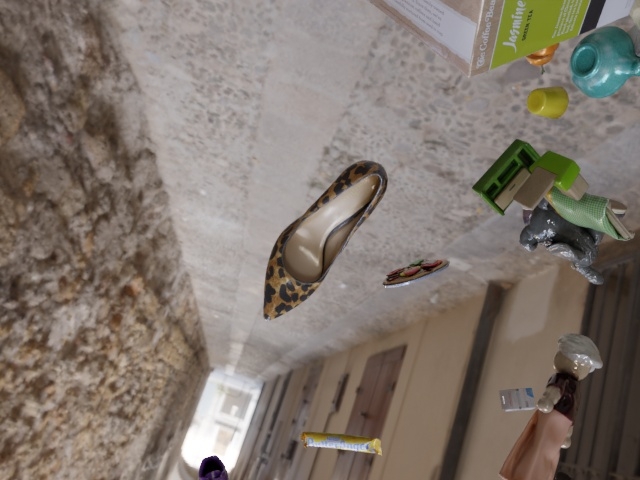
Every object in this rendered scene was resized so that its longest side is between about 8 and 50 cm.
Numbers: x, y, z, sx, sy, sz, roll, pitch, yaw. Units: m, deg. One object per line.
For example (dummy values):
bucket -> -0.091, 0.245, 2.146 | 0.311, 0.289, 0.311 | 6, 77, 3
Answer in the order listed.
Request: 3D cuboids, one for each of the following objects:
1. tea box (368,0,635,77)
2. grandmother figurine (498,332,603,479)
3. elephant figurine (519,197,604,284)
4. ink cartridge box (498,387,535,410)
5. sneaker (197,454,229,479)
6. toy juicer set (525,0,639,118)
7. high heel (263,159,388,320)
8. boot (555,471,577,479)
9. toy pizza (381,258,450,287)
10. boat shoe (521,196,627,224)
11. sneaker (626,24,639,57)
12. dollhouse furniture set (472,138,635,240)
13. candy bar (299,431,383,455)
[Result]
tea box -> 0.253, -0.452, 0.862 | 0.329, 0.323, 0.220 | 54, 158, 36
grandmother figurine -> 0.443, 0.330, 1.127 | 0.104, 0.342, 0.208 | 18, 158, 29
elephant figurine -> 0.674, -0.001, 1.581 | 0.239, 0.169, 0.186 | 38, -156, 25
ink cartridge box -> 0.465, 0.381, 1.414 | 0.083, 0.048, 0.028 | -2, 156, -6
sneaker -> -0.257, 0.625, 1.453 | 0.095, 0.105, 0.236 | -6, -149, -18
toy juicer set -> 0.535, -0.380, 1.145 | 0.089, 0.209, 0.329 | -3, 173, -26
high heel -> 0.000, 0.000, 0.850 | 0.093, 0.261, 0.186 | 34, 165, -9
boot -> 0.679, 0.638, 1.524 | 0.114, 0.037, 0.106 | 22, -178, -26
toy pizza -> 0.265, 0.084, 1.666 | 0.201, 0.032, 0.201 | -20, -177, 1
boat shoe -> 0.739, -0.078, 1.743 | 0.285, 0.092, 0.103 | 4, -160, 22
sneaker -> 0.708, -0.365, 1.107 | 0.255, 0.094, 0.151 | -1, 174, 35
dollhouse furniture set -> 0.522, -0.063, 1.323 | 0.301, 0.151, 0.197 | 35, -173, -33
candy bar -> 0.038, 0.376, 1.100 | 0.161, 0.018, 0.040 | -2, 120, 22
